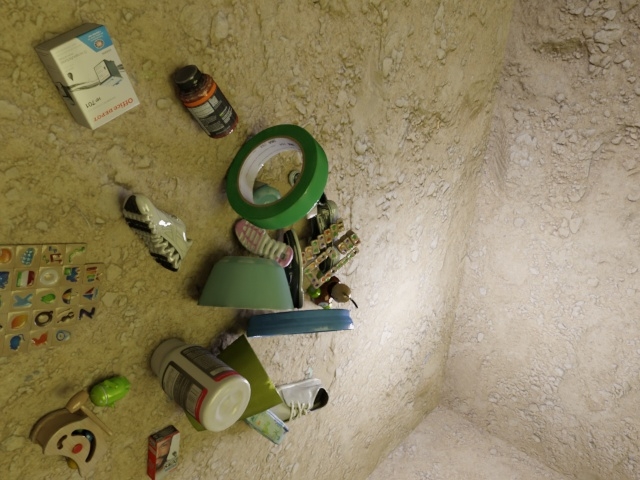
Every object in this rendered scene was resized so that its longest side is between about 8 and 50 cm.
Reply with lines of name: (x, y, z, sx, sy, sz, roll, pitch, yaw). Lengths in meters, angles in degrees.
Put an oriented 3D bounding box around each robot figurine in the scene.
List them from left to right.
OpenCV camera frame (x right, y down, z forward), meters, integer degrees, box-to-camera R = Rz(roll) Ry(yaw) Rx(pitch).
robot figurine: (-0.615, 0.439, 1.507, 0.115, 0.067, 0.101, -16, 141, -47)

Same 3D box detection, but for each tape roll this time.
tape roll: (-0.133, -0.193, 1.556, 0.321, 0.321, 0.077, -61, 145, -7)

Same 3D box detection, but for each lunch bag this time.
lunch bag: (-0.237, 0.679, 1.995, 0.219, 0.176, 0.090, 46, 70, -19)

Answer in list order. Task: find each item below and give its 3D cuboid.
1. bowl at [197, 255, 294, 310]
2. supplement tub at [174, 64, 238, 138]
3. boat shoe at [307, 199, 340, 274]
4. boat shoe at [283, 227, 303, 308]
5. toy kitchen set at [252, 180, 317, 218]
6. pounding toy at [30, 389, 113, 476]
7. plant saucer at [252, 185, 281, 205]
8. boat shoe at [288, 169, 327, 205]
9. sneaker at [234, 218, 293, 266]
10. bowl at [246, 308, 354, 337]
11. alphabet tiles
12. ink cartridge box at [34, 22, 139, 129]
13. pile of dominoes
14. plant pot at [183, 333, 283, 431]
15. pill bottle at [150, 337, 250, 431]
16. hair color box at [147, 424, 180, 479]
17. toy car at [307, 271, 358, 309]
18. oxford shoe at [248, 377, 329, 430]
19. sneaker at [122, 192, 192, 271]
bowl: (-0.232, 0.139, 1.673, 0.311, 0.311, 0.163, 14, 79, -54)
supplement tub: (-0.313, -0.379, 1.410, 0.106, 0.106, 0.198, -54, 142, -17)
boat shoe: (0.000, 0.000, 2.032, 0.119, 0.121, 0.335, -17, 121, -26)
boat shoe: (-0.130, 0.115, 1.913, 0.112, 0.127, 0.340, -9, 126, -13)
toy kitchen set: (-0.126, -0.141, 1.764, 0.207, 0.122, 0.166, -32, 132, -39)
pounding toy: (-0.673, 0.553, 1.420, 0.154, 0.154, 0.270, -36, 134, -42)
plant saucer: (-0.177, -0.117, 1.680, 0.119, 0.021, 0.120, -15, 123, -24)
boat shoe: (-0.039, -0.190, 1.881, 0.065, 0.083, 0.183, -60, 144, -9)
sneaker: (-0.209, 0.011, 1.775, 0.236, 0.104, 0.095, 38, 74, -31)
bowl: (-0.073, 0.300, 1.881, 0.391, 0.391, 0.077, 11, 72, -54)
alphabet tiles: (-0.706, 0.144, 1.276, 0.342, 0.011, 0.285, -2, 111, -52)
ink cartridge box: (-0.520, -0.370, 1.171, 0.139, 0.082, 0.191, -43, 137, -29)
pile of dominoes: (0.038, 0.055, 1.979, 0.251, 0.040, 0.196, -41, 128, -7)
plant pot: (-0.321, 0.518, 1.785, 0.293, 0.275, 0.275, -31, 134, -13)
pill bottle: (-0.379, 0.426, 1.586, 0.176, 0.318, 0.177, -28, 130, -40)
hair color box: (-0.539, 0.732, 1.779, 0.093, 0.053, 0.167, -14, 118, -47)
toy car: (0.070, 0.232, 2.164, 0.149, 0.188, 0.155, -57, 143, -14)
oxford shoe: (-0.122, 0.710, 2.238, 0.449, 0.130, 0.169, -5, 117, -48)
sneaker: (-0.446, -0.039, 1.440, 0.118, 0.110, 0.292, -55, 152, -28)
